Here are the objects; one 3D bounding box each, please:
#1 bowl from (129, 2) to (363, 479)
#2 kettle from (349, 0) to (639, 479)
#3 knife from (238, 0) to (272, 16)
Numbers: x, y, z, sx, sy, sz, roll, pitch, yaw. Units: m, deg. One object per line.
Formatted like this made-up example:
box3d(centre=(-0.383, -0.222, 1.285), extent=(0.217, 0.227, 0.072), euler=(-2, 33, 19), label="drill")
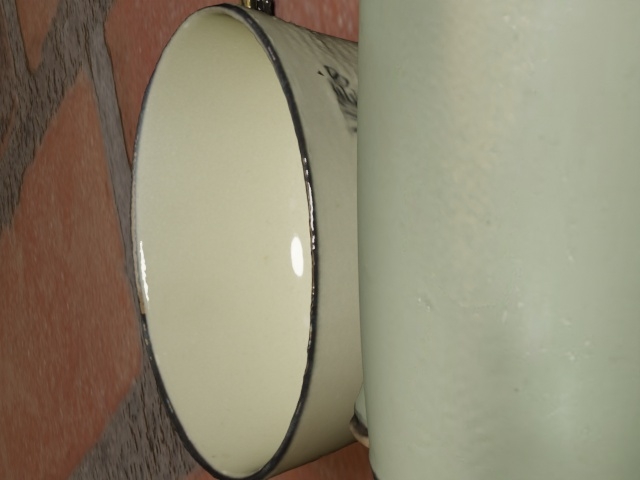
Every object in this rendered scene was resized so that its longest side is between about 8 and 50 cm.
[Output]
box3d(centre=(0.000, 0.000, 0.867), extent=(0.237, 0.126, 0.238), euler=(177, 90, -66), label="bowl")
box3d(centre=(0.113, -0.014, 0.603), extent=(0.240, 0.165, 0.255), euler=(14, 109, 35), label="kettle")
box3d(centre=(-0.040, -0.110, 1.066), extent=(0.045, 0.021, 0.222), euler=(174, 88, -66), label="knife")
